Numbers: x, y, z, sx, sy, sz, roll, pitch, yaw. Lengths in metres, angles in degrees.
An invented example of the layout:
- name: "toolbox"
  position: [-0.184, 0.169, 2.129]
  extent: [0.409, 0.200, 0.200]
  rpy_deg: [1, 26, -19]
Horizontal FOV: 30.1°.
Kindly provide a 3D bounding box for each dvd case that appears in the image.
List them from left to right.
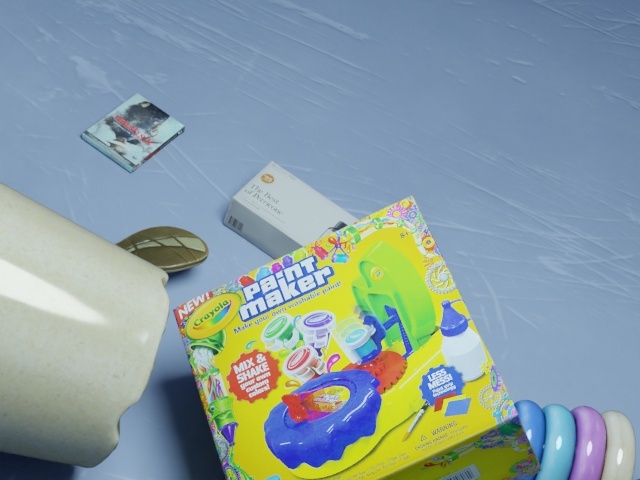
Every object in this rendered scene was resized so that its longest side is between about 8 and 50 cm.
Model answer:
- name: "dvd case"
  position: [-0.252, -0.147, 1.616]
  extent: [0.087, 0.013, 0.119]
  rpy_deg: [35, 48, 10]

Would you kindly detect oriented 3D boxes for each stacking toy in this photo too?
- name: "stacking toy"
  position: [0.190, 0.234, 1.397]
  extent: [0.330, 0.141, 0.141]
  rpy_deg: [14, 47, -1]

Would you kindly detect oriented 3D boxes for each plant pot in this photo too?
- name: "plant pot"
  position: [-0.332, 0.082, 1.205]
  extent: [0.305, 0.334, 0.334]
  rpy_deg: [23, 45, -17]

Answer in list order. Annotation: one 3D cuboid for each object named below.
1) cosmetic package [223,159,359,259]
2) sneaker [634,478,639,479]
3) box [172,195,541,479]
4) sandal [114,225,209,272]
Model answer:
- name: "cosmetic package"
  position: [0.000, 0.000, 1.555]
  extent: [0.239, 0.060, 0.099]
  rpy_deg: [34, 46, 9]
- name: "sneaker"
  position: [0.379, 0.357, 1.387]
  extent: [0.094, 0.153, 0.235]
  rpy_deg: [40, 81, -23]
- name: "box"
  position: [0.037, 0.158, 1.267]
  extent: [0.290, 0.177, 0.279]
  rpy_deg: [-26, 57, 4]
- name: "sandal"
  position: [-0.225, 0.033, 1.452]
  extent: [0.180, 0.049, 0.072]
  rpy_deg: [-20, 53, -17]
